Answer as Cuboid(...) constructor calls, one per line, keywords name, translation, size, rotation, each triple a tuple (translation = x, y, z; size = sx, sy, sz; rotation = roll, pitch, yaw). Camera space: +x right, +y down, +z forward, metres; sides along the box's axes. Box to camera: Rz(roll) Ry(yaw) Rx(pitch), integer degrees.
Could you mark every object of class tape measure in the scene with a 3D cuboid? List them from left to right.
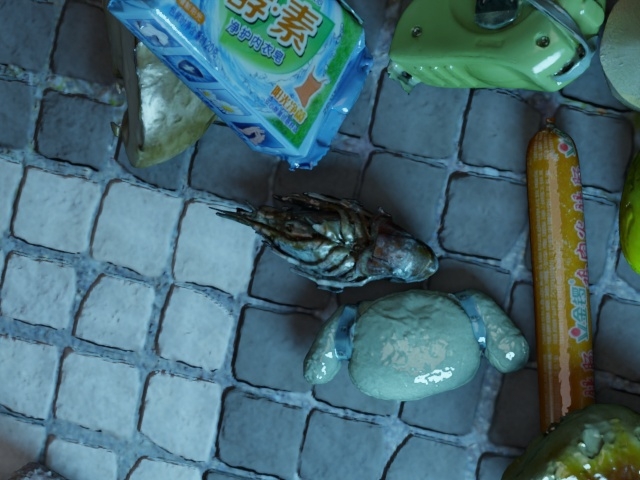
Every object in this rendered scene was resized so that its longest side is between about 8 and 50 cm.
Cuboid(name="tape measure", translation=(0.172, -0.216, 1.786), size=(0.200, 0.106, 0.175), rotation=(8, 77, 39))

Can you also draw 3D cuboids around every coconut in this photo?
Cuboid(name="coconut", translation=(0.309, -0.172, 1.765), size=(0.116, 0.122, 0.116), rotation=(0, 88, 11))

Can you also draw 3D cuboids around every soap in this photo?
Cuboid(name="soap", translation=(-0.069, -0.197, 1.776), size=(0.077, 0.293, 0.156), rotation=(9, 65, 46))

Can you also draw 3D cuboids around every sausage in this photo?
Cuboid(name="sausage", translation=(0.223, 0.059, 1.812), size=(0.053, 0.053, 0.348), rotation=(-3, 88, 11))

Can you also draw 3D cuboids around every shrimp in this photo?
Cuboid(name="shrimp", translation=(0.000, 0.000, 1.847), size=(0.233, 0.079, 0.090), rotation=(14, 86, 16))

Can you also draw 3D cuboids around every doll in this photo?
Cuboid(name="doll", translation=(0.087, 0.097, 1.828), size=(0.214, 0.071, 0.103), rotation=(-7, 88, 7))

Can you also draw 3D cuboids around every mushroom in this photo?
Cuboid(name="mushroom", translation=(-0.128, -0.215, 1.863), size=(0.151, 0.156, 0.286), rotation=(-5, 89, -17))

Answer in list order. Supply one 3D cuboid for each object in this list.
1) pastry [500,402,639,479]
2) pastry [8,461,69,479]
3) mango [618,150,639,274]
Cuboid(name="pastry", translation=(0.264, 0.241, 1.752), size=(0.182, 0.093, 0.192), rotation=(-45, 107, 3))
Cuboid(name="pastry", translation=(-0.240, 0.289, 1.875), size=(0.265, 0.103, 0.112), rotation=(25, 86, 9))
Cuboid(name="mango", translation=(0.353, -0.065, 1.761), size=(0.125, 0.111, 0.233), rotation=(34, 97, 4))
